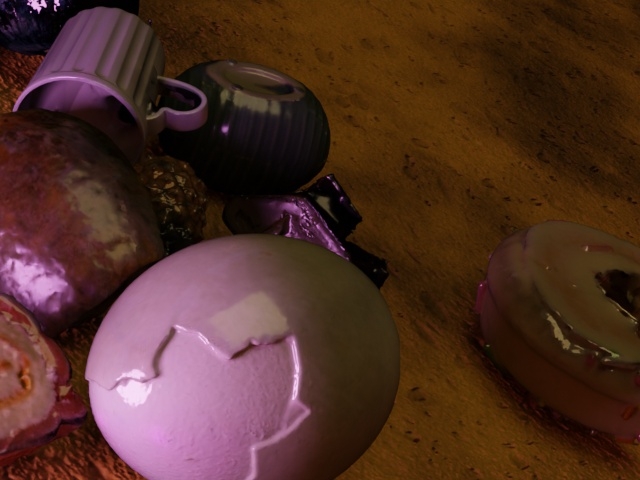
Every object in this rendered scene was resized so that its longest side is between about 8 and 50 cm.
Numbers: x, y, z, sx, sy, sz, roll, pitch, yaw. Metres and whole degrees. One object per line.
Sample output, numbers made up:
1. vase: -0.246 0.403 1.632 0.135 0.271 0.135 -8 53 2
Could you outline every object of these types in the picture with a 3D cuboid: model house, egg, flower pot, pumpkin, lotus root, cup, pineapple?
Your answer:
1. model house: -0.004 0.010 2.017 0.203 0.141 0.164 60 17 14
2. egg: -0.085 0.135 1.568 0.336 0.278 0.278 -11 46 -42
3. flower pot: -0.104 -0.156 2.137 0.243 0.157 0.189 11 34 -14
4. pumpkin: -0.363 -0.337 2.171 0.233 0.163 0.233 -7 0 0
5. lotus root: -0.310 -0.042 1.765 0.210 0.142 0.314 -13 58 -44
6. cup: -0.268 -0.180 2.018 0.221 0.167 0.202 29 37 -14
7. pineapple: -0.190 0.010 1.858 0.128 0.128 0.248 14 38 -20

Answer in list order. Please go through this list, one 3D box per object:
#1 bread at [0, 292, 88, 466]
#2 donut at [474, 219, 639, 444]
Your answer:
1. bread: -0.368 0.144 1.475 0.244 0.123 0.190 -12 66 -51
2. donut: 0.351 0.110 2.073 0.307 0.150 0.371 28 29 4
